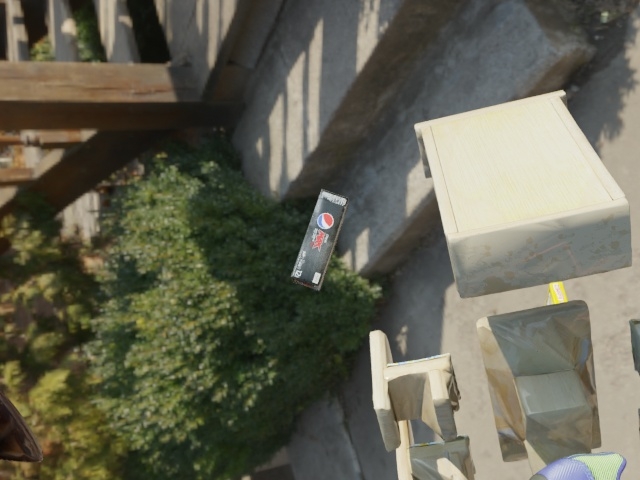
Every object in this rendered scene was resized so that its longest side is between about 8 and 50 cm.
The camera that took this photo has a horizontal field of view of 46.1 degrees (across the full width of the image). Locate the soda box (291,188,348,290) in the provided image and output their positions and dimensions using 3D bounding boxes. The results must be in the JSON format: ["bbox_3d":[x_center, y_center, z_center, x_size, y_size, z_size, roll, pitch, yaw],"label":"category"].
[{"bbox_3d":[0.000,0.000,1.335,0.060,0.053,0.169,84,-155,-78],"label":"soda box"}]

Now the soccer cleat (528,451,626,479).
[{"bbox_3d":[0.277,0.329,0.665,0.093,0.121,0.289,134,116,-79],"label":"soccer cleat"}]

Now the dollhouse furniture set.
[{"bbox_3d":[0.233,0.077,0.844,0.257,0.361,0.394,-87,-17,-57],"label":"dollhouse furniture set"}]

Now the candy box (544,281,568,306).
[{"bbox_3d":[0.395,0.180,1.281,0.105,0.027,0.206,-90,-2,-50],"label":"candy box"}]

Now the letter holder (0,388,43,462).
[{"bbox_3d":[-0.534,0.285,1.020,0.302,0.214,0.152,82,-169,-46],"label":"letter holder"}]
